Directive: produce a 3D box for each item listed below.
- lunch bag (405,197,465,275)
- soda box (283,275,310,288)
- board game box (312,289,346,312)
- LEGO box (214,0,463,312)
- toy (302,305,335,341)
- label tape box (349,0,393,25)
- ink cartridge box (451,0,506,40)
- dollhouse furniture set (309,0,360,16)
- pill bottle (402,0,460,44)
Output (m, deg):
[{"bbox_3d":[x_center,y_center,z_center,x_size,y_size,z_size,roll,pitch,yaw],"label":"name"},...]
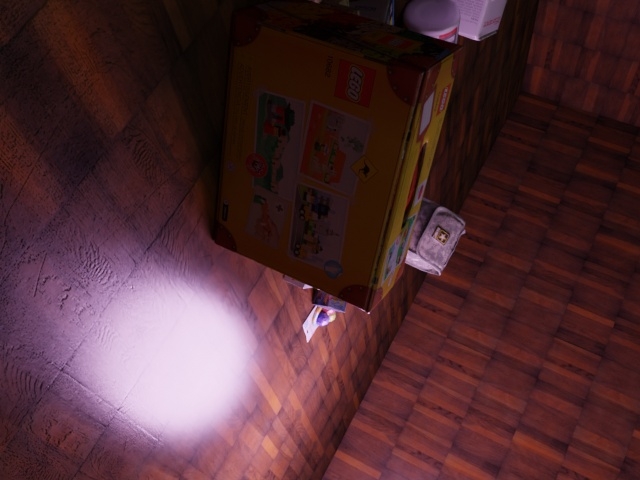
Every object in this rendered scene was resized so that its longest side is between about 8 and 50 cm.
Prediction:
[{"bbox_3d":[0.383,-0.026,2.626,0.235,0.287,0.169,-60,160,-17],"label":"lunch bag"},{"bbox_3d":[-0.026,0.089,1.986,0.216,0.069,0.074,3,109,-69],"label":"soda box"},{"bbox_3d":[0.048,0.140,2.120,0.194,0.060,0.194,-134,-116,-75],"label":"board game box"},{"bbox_3d":[0.014,-0.166,1.337,0.193,0.372,0.500,-42,150,-51],"label":"LEGO box"},{"bbox_3d":[0.029,0.227,2.313,0.237,0.056,0.137,-58,158,-25],"label":"toy"},{"bbox_3d":[0.101,-0.422,1.654,0.249,0.115,0.348,86,14,-53],"label":"label tape box"},{"bbox_3d":[0.528,-0.873,2.244,0.279,0.160,0.385,-37,145,-55],"label":"ink cartridge box"},{"bbox_3d":[0.039,-0.501,1.437,0.182,0.101,0.161,-53,157,-35],"label":"dollhouse furniture set"},{"bbox_3d":[0.318,-0.556,2.039,0.161,0.161,0.283,-57,159,-28],"label":"pill bottle"}]
